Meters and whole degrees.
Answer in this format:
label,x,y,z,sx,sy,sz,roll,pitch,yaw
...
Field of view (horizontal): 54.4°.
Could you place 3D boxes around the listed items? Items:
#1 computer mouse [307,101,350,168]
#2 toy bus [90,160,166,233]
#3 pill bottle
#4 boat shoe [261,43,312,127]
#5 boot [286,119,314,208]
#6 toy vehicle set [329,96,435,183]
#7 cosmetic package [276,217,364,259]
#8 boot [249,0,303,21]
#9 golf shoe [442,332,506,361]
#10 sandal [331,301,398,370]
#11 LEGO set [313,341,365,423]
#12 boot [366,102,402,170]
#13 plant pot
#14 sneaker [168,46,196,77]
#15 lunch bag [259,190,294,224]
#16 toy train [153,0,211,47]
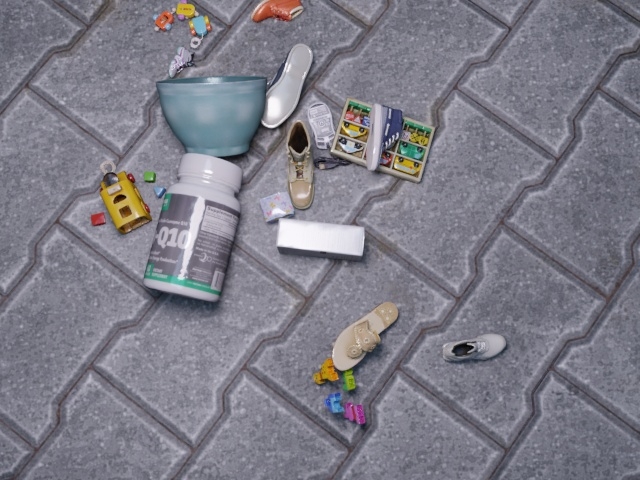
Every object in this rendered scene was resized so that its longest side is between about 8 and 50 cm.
label,x,y,z,sx,sy,sz,roll,pitch,yaw
computer mouse,0.016,-0.298,1.771,0.105,0.042,0.193,-15,87,2
toy bus,-0.547,-0.122,1.707,0.202,0.104,0.191,16,81,2
pill bottle,-0.326,-0.031,1.644,0.204,0.204,0.361,12,81,2
boat shoe,-0.102,-0.435,1.770,0.095,0.079,0.255,21,90,-13
boot,-0.056,-0.203,1.691,0.077,0.165,0.213,0,80,0
toy vehicle set,0.174,-0.280,1.748,0.266,0.035,0.166,17,81,-7
cosmetic package,0.000,0.000,1.684,0.230,0.117,0.086,4,80,1
boot,-0.127,-0.670,1.822,0.157,0.059,0.085,-31,87,-6
golf shoe,0.415,0.288,1.656,0.176,0.086,0.069,-12,79,-4
sandal,0.126,0.239,1.626,0.240,0.079,0.088,-40,91,-26
LEGO set,0.035,0.376,1.648,0.087,0.093,0.227,-2,74,-32
boot,0.177,-0.277,1.694,0.086,0.069,0.190,8,81,-14
plant pot,-0.284,-0.333,1.674,0.292,0.293,0.196,-1,108,0
sneaker,-0.393,-0.509,1.802,0.069,0.038,0.098,20,82,4
lunch bag,-0.118,-0.091,1.731,0.083,0.053,0.071,-21,79,6
toy train,-0.397,-0.627,1.820,0.166,0.046,0.125,34,84,8
